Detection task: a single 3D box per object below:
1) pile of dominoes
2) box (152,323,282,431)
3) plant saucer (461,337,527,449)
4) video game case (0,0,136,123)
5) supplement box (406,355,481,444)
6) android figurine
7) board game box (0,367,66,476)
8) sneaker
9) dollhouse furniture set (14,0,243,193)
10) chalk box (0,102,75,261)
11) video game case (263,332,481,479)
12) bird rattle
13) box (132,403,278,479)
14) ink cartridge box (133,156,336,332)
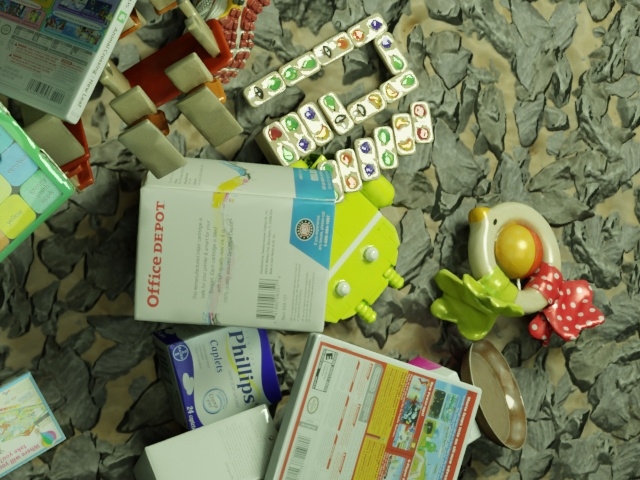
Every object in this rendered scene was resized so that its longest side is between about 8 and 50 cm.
[{"bbox_3d":[0.035,-0.169,1.799,0.251,0.040,0.196,-33,94,-21],"label":"pile of dominoes"},{"bbox_3d":[-0.135,0.167,1.791,0.137,0.072,0.126,-18,105,-22],"label":"box"},{"bbox_3d":[0.244,0.222,1.946,0.029,0.168,0.168,-23,113,26],"label":"plant saucer"},{"bbox_3d":[-0.317,-0.252,1.583,0.023,0.212,0.193,30,84,-55],"label":"video game case"},{"bbox_3d":[0.093,0.267,1.886,0.220,0.111,0.114,-30,109,-17],"label":"supplement box"},{"bbox_3d":[0.000,0.000,1.839,0.273,0.056,0.248,45,78,-21],"label":"android figurine"},{"bbox_3d":[-0.411,0.243,1.702,0.154,0.026,0.103,-30,108,-18],"label":"board game box"},{"bbox_3d":[-0.125,-0.287,1.732,0.088,0.093,0.225,25,102,-45],"label":"sneaker"},{"bbox_3d":[-0.223,-0.176,1.620,0.259,0.262,0.135,-29,141,10],"label":"dollhouse furniture set"},{"bbox_3d":[-0.407,-0.065,1.515,0.180,0.289,0.179,-44,112,-12],"label":"chalk box"},{"bbox_3d":[0.074,0.255,1.776,0.285,0.025,0.204,21,82,-32],"label":"video game case"},{"bbox_3d":[0.291,0.046,1.942,0.253,0.143,0.207,0,81,-27],"label":"bird rattle"},{"bbox_3d":[-0.142,0.294,1.761,0.170,0.130,0.091,-17,74,-22],"label":"box"},{"bbox_3d":[-0.106,0.001,1.677,0.232,0.168,0.171,5,106,-4],"label":"ink cartridge box"}]
